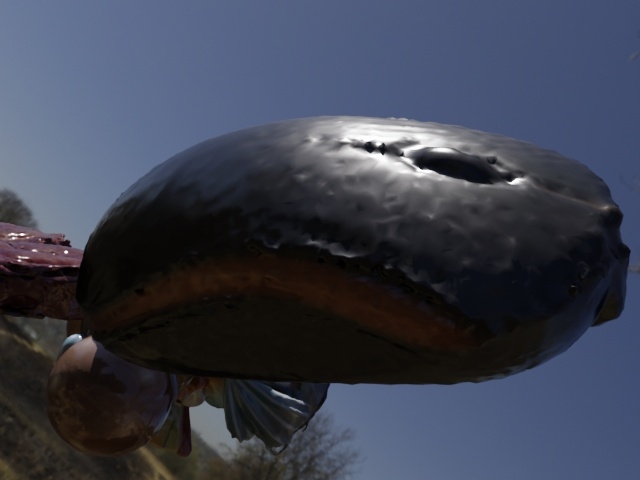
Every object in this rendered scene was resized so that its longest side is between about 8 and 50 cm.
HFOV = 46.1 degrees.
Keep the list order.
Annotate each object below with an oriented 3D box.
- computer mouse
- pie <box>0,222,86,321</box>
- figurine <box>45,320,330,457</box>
[{"bbox_3d":[-0.002,-0.004,0.420,0.323,0.183,0.116,-3,-59,25],"label":"computer mouse"},{"bbox_3d":[-0.248,0.021,0.606,0.204,0.054,0.219,12,2,-41],"label":"pie"},{"bbox_3d":[-0.148,0.133,0.917,0.248,0.276,0.388,16,-14,43],"label":"figurine"}]
